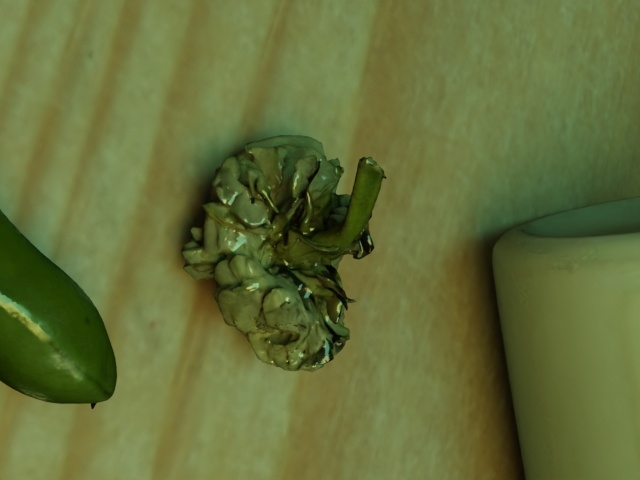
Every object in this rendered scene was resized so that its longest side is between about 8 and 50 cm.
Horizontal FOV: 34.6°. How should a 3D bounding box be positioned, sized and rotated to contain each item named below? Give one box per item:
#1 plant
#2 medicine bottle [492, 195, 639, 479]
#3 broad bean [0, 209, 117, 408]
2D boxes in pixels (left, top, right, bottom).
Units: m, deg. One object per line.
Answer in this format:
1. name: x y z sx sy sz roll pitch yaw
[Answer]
1. plant: 0.000 0.000 0.502 0.104 0.122 0.117 -42 105 -42
2. medicine bottle: 0.231 0.162 0.607 0.211 0.211 0.372 -15 97 -36
3. broad bean: -0.176 -0.037 0.381 0.056 0.098 0.318 -47 127 -19
